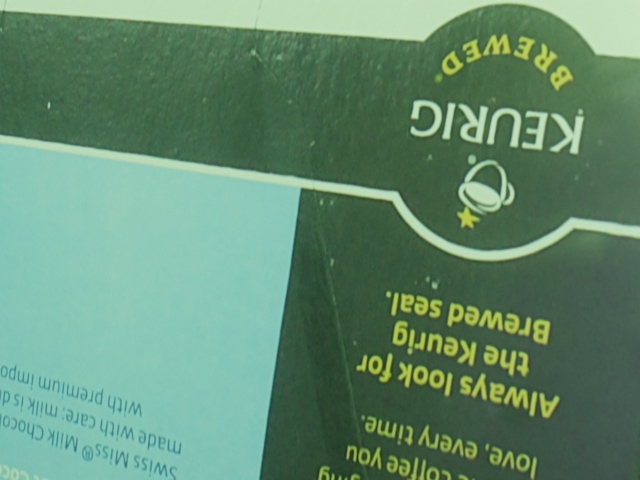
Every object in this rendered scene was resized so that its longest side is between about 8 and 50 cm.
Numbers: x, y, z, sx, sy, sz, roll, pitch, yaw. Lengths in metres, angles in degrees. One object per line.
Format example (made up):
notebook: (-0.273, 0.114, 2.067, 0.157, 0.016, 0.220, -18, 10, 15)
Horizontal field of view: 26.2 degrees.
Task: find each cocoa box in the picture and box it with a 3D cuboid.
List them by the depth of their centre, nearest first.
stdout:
cocoa box: (0.000, 0.000, 0.473, 0.347, 0.231, 0.228, 10, 92, 34)
